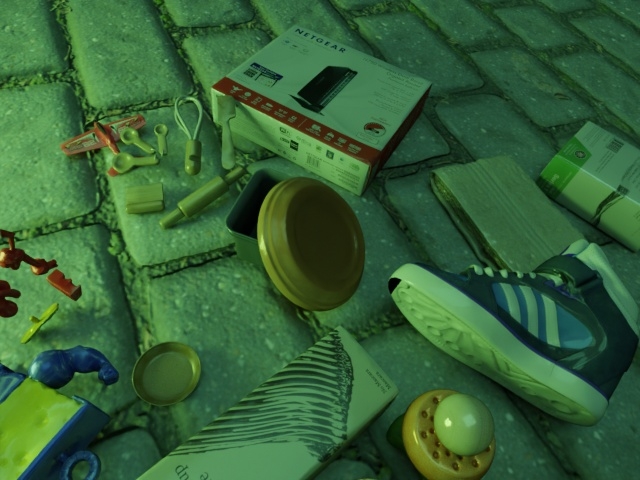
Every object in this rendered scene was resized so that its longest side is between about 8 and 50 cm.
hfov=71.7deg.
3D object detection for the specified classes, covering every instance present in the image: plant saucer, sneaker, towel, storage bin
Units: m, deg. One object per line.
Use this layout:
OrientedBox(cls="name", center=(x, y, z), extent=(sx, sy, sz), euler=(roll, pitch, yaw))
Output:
OrientedBox(cls="plant saucer", center=(-0.195, 0.170, 0.565), extent=(0.083, 0.015, 0.084), euler=(5, 54, -6))
OrientedBox(cls="sneaker", center=(0.282, 0.071, 0.625), extent=(0.322, 0.130, 0.236), euler=(34, 66, 9))
OrientedBox(cls="towel", center=(0.337, -0.037, 0.781), extent=(0.187, 0.049, 0.282), euler=(-14, 58, -20))
OrientedBox(cls="storage bin", center=(-0.077, -0.027, 0.681), extent=(0.098, 0.091, 0.135), euler=(19, 54, 5))
OrientedBox(cls="plant saucer", center=(0.000, 0.000, 0.636), extent=(0.199, 0.037, 0.200), euler=(17, 65, -40))

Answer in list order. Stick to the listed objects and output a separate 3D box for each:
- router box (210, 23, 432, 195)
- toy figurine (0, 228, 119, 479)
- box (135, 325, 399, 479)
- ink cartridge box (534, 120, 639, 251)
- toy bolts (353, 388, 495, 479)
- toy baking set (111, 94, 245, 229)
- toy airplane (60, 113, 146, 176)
OrientedBox(cls="router box", center=(0.009, -0.276, 0.881), extent=(0.335, 0.082, 0.301), euler=(28, 55, 12))
OrientedBox(cls="toy figurine", center=(-0.328, 0.196, 0.428), extent=(0.217, 0.191, 0.363), euler=(30, 56, 7))
OrientedBox(cls="box", center=(-0.048, 0.226, 0.499), extent=(0.275, 0.094, 0.113), euler=(-33, 65, -28))
OrientedBox(cls="ink cartridge box", center=(0.550, -0.106, 0.835), extent=(0.219, 0.093, 0.160), euler=(41, 59, 20))
OrientedBox(cls="toy bolts", center=(0.134, 0.288, 0.442), extent=(0.218, 0.159, 0.228), euler=(-30, 63, -27))
OrientedBox(cls="toy baking set", center=(-0.224, -0.143, 0.734), extent=(0.256, 0.030, 0.197), euler=(-33, 80, -14))
OrientedBox(cls="toy airplane", center=(-0.363, -0.168, 0.777), extent=(0.151, 0.028, 0.151), euler=(3, 55, -5))
